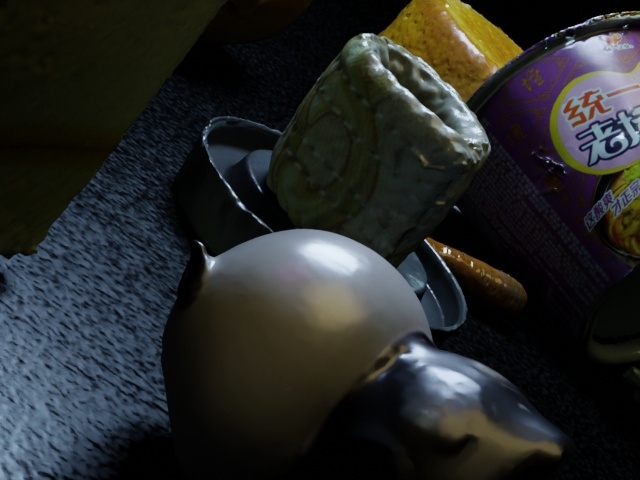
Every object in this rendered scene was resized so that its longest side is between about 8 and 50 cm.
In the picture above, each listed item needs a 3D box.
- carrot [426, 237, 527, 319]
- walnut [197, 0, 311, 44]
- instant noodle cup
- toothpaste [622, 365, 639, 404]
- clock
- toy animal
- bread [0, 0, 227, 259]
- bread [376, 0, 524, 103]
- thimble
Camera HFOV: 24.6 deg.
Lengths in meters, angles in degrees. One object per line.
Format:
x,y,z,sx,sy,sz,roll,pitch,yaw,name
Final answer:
0.124,0.023,1.459,0.191,0.047,0.047,29,20,-16,carrot
-0.139,-0.313,1.522,0.336,0.209,0.209,7,34,-40,walnut
0.330,-0.043,1.599,0.340,0.340,0.266,17,35,-48,instant noodle cup
0.409,0.201,1.582,0.218,0.041,0.064,37,12,-17,toothpaste
0.000,0.000,1.251,0.280,0.055,0.280,33,18,-13,clock
0.011,0.100,0.850,0.235,0.165,0.187,42,16,19,toy animal
-0.220,-0.064,0.713,0.245,0.233,0.362,36,22,-13,bread
0.183,-0.182,1.861,0.312,0.172,0.312,36,18,-14,bread
0.049,-0.063,1.174,0.137,0.143,0.190,25,22,-35,thimble
